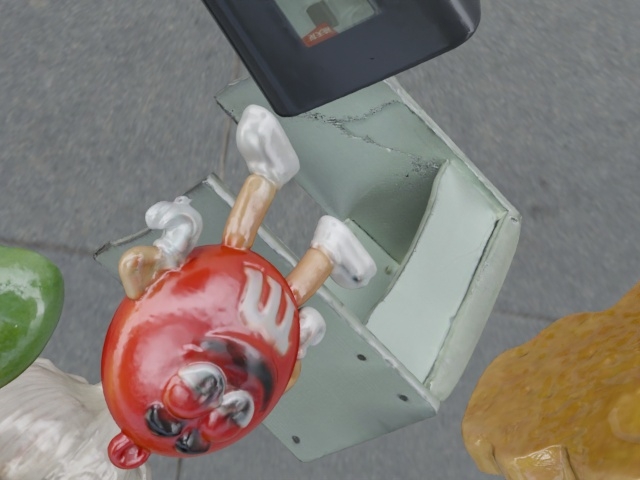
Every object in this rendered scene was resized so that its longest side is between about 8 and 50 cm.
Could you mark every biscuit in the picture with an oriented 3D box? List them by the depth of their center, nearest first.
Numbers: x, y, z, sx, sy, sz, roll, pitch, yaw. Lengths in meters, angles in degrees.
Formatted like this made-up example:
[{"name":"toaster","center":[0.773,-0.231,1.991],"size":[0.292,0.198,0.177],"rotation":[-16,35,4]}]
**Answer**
[{"name":"biscuit","center":[0.161,0.051,0.526],"size":[0.236,0.144,0.040],"rotation":[-22,110,38]}]

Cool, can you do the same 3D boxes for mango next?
[{"name":"mango","center":[-0.329,0.066,1.045],"size":[0.251,0.114,0.156],"rotation":[-7,106,-16]}]

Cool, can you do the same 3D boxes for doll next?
[{"name":"doll","center":[-0.061,0.046,0.814],"size":[0.217,0.085,0.183],"rotation":[-51,128,-21]}]

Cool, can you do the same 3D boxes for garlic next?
[{"name":"garlic","center":[-0.236,0.181,1.308],"size":[0.212,0.218,0.218],"rotation":[-45,104,-3]}]

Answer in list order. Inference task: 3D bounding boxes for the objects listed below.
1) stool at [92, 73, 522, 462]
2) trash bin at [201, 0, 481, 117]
[{"name":"stool","center":[0.000,0.000,1.104],"size":[0.269,0.243,0.170],"rotation":[46,135,-15]},{"name":"trash bin","center":[-0.026,-0.201,0.602],"size":[0.115,0.165,0.225],"rotation":[-20,130,23]}]
